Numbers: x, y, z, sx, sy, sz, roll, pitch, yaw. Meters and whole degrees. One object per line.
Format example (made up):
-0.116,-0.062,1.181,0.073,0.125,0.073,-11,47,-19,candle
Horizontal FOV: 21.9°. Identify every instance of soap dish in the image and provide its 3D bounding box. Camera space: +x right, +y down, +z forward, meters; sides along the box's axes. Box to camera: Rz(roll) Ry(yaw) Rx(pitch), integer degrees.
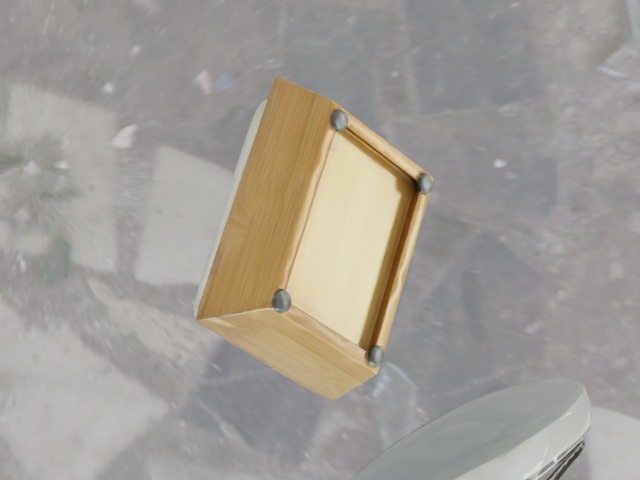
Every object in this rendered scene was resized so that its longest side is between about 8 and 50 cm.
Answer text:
0.000,0.000,1.795,0.229,0.118,0.291,35,64,-41,soap dish

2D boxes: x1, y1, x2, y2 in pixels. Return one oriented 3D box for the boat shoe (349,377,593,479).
0.046,0.149,0.772,0.228,0.080,0.076,-34,109,-27,boat shoe
